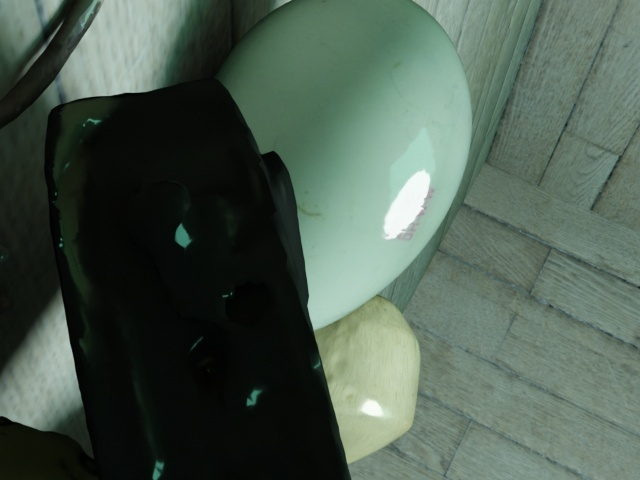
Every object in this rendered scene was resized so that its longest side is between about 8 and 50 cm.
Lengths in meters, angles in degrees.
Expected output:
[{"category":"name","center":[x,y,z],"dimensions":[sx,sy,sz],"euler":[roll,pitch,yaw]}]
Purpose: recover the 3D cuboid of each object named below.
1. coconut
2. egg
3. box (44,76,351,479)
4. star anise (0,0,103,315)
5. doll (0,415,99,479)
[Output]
[{"category":"coconut","center":[0.015,0.170,1.285],"dimensions":[0.224,0.224,0.224],"euler":[-60,169,-20]},{"category":"egg","center":[-0.003,-0.048,0.726],"dimensions":[0.264,0.182,0.183],"euler":[-61,172,26]},{"category":"box","center":[-0.035,0.127,0.494],"dimensions":[0.350,0.090,0.359],"euler":[113,-36,-80]},{"category":"star anise","center":[-0.166,-0.041,0.406],"dimensions":[0.227,0.218,0.148],"euler":[-117,-176,-53]},{"category":"doll","center":[-0.164,0.184,0.527],"dimensions":[0.162,0.177,0.261],"euler":[-60,173,-29]}]
